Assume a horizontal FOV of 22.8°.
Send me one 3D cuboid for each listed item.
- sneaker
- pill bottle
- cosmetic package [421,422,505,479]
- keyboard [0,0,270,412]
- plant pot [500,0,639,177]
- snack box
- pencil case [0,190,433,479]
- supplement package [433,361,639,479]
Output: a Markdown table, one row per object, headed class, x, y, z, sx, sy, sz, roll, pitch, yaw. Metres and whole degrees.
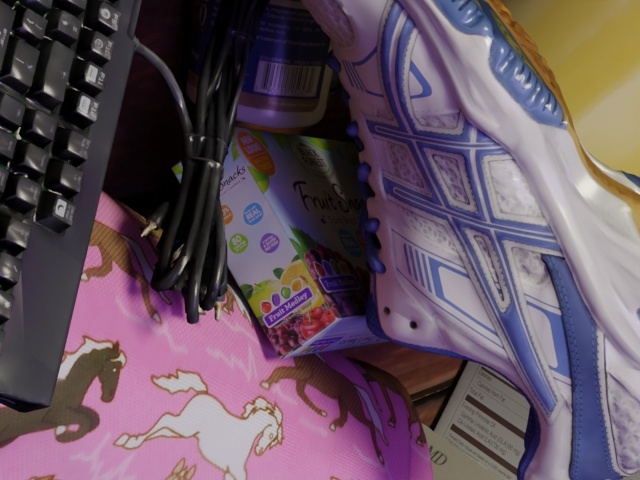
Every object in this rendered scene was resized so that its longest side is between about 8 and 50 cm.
| class | x | y | z | sx | sy | sz | roll | pitch | yaw |
| --- | --- | --- | --- | --- | --- | --- | --- | --- | --- |
| sneaker | 0.051 | -0.020 | 0.649 | 0.131 | 0.296 | 0.112 | -38 | -178 | 17 |
| pill bottle | -0.020 | -0.117 | 0.719 | 0.067 | 0.067 | 0.120 | -4 | 114 | -39 |
| cosmetic package | -0.009 | 0.250 | 0.852 | 0.309 | 0.160 | 0.113 | -43 | 132 | -17 |
| keyboard | -0.082 | -0.089 | 0.595 | 0.201 | 0.033 | 0.317 | 34 | 56 | -44 |
| plant pot | 0.160 | -0.069 | 0.789 | 0.239 | 0.254 | 0.254 | -38 | 133 | 2 |
| snack box | 0.000 | 0.000 | 0.741 | 0.037 | 0.100 | 0.141 | -37 | 166 | 20 |
| pencil case | -0.103 | 0.078 | 0.686 | 0.167 | 0.160 | 0.386 | -29 | 142 | 26 |
| supplement package | 0.236 | 0.133 | 0.966 | 0.262 | 0.204 | 0.145 | 20 | 98 | -44 |
